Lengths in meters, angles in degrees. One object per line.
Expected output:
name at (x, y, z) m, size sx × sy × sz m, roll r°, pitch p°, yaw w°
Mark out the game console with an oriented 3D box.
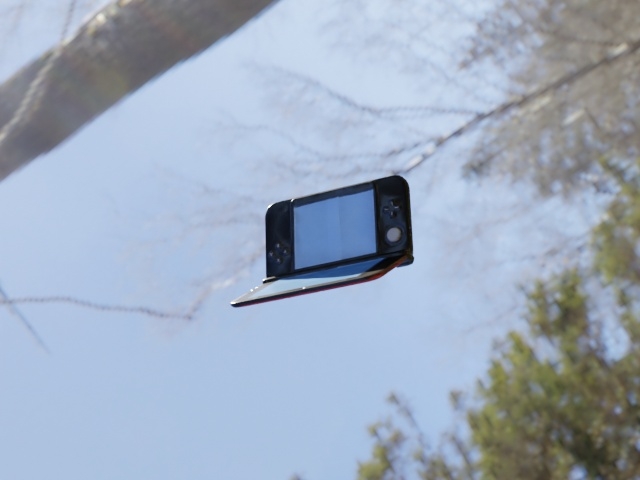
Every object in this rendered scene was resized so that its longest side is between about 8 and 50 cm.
game console at (0.000, 0.000, 1.197) m, size 0.085 × 0.144 × 0.124 m, roll 36°, pitch -132°, yaw -57°
